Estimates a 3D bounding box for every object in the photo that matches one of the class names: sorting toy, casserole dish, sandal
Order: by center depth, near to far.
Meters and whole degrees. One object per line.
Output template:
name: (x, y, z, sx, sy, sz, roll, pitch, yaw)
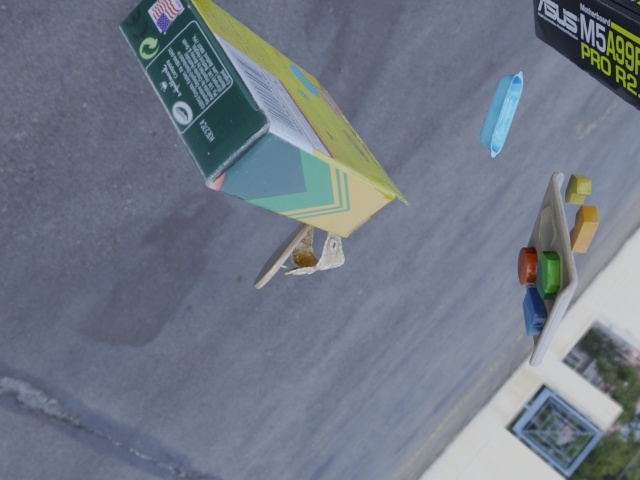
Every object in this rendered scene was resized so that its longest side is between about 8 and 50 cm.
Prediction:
sandal: (0.004, -0.003, 0.889, 0.088, 0.079, 0.240, -42, -168, 41)
sorting toy: (0.333, 0.014, 1.021, 0.307, 0.041, 0.229, 88, 9, -51)
casserole dish: (0.386, -0.273, 1.505, 0.114, 0.036, 0.189, 2, 106, -64)

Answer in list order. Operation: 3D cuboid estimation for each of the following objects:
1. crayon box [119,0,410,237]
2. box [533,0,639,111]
crayon box: (-0.039, -0.117, 0.730, 0.081, 0.202, 0.318, -40, 154, 17)
box: (0.300, -0.157, 0.426, 0.269, 0.216, 0.060, -17, 126, 0)
